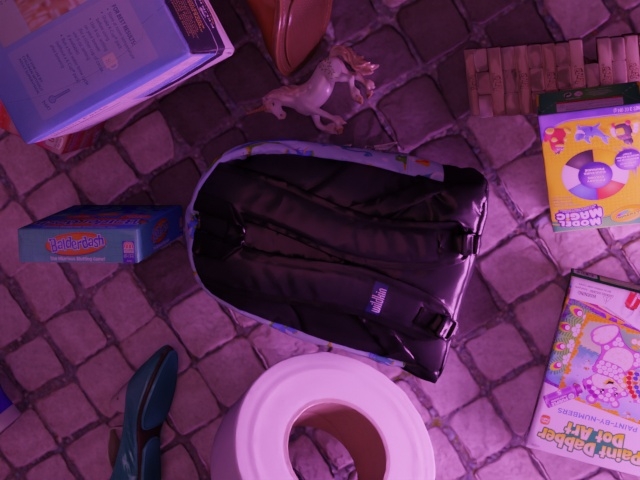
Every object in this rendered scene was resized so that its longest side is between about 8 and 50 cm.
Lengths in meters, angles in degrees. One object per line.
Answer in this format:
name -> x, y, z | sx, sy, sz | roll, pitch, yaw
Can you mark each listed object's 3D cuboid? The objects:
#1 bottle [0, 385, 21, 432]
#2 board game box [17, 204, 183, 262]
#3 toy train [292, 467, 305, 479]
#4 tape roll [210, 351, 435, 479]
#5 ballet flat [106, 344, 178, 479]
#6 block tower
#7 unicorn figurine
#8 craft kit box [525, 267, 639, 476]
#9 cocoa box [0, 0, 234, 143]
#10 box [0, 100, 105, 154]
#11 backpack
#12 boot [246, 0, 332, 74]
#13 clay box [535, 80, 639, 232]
bottle -> -0.545, 0.166, 1.850 | 0.092, 0.118, 0.283 | -42, 92, 14
board game box -> -0.287, -0.011, 1.725 | 0.160, 0.210, 0.047 | 1, 100, 9
toy train -> -0.146, 0.451, 1.796 | 0.142, 0.190, 0.334 | 43, 104, 1
tape roll -> 0.003, 0.294, 1.695 | 0.286, 0.286, 0.100 | 41, 143, 1
ballet flat -> -0.263, 0.262, 1.841 | 0.087, 0.083, 0.247 | 13, 101, 22
block tower -> 0.351, -0.214, 1.639 | 0.336, 0.097, 0.091 | -4, 99, 12
unicorn figurine -> -0.004, -0.192, 1.728 | 0.111, 0.060, 0.162 | 39, 88, 2
craft kit box -> 0.422, 0.186, 1.721 | 0.250, 0.061, 0.246 | 13, 105, 7
cocoa box -> -0.296, -0.319, 1.513 | 0.231, 0.228, 0.347 | -27, 95, 12
box -> -0.336, -0.283, 1.719 | 0.154, 0.142, 0.300 | 25, 103, 5
backpack -> 0.000, 0.000, 1.676 | 0.356, 0.273, 0.290 | 7, 105, -14
boot -> -0.105, -0.360, 1.674 | 0.220, 0.283, 0.109 | 32, 66, 30
clay box -> 0.347, -0.090, 1.632 | 0.127, 0.053, 0.222 | -7, 130, 12
